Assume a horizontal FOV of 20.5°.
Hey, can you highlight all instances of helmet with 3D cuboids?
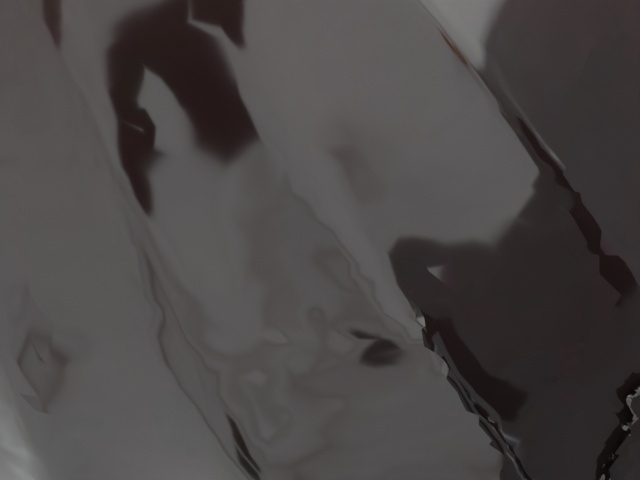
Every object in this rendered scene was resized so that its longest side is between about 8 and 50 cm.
[{"bbox_3d":[0.000,0.000,0.410,0.225,0.305,0.177,-24,1,19],"label":"helmet"}]
